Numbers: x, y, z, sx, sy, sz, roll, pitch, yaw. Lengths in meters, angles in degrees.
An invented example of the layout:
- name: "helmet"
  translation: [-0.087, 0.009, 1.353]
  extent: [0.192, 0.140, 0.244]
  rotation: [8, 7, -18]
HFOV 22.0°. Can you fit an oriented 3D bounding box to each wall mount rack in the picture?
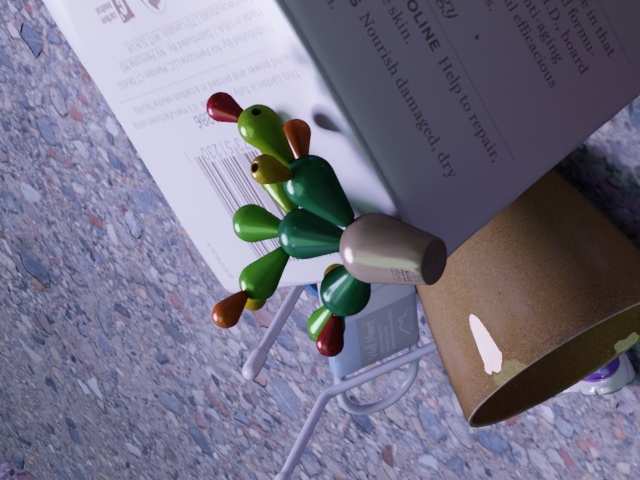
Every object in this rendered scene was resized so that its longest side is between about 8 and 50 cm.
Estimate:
- name: "wall mount rack"
  translation: [0.037, 0.120, 1.820]
  extent: [0.130, 0.304, 0.350]
  rotation: [48, 156, 44]

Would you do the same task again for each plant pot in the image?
- name: "plant pot"
  translation: [0.182, 0.016, 1.614]
  extent: [0.254, 0.237, 0.237]
  rotation: [58, 153, 18]

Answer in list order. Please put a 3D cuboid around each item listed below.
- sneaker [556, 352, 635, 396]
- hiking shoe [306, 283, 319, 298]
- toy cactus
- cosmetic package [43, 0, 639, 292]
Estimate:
- name: "sneaker"
  translation: [0.266, 0.127, 1.770]
  extent: [0.170, 0.068, 0.071]
  rotation: [-11, 98, 49]
- name: "hiking shoe"
  translation: [-0.031, -0.028, 1.958]
  extent: [0.304, 0.113, 0.132]
  rotation: [57, 157, 1]
- name: "toy cactus"
  translation: [0.000, 0.000, 1.165]
  extent: [0.181, 0.112, 0.219]
  rotation: [12, 125, 36]
- name: "cosmetic package"
  translation: [0.053, -0.201, 1.357]
  extent: [0.329, 0.394, 0.327]
  rotation: [-11, 114, 58]
